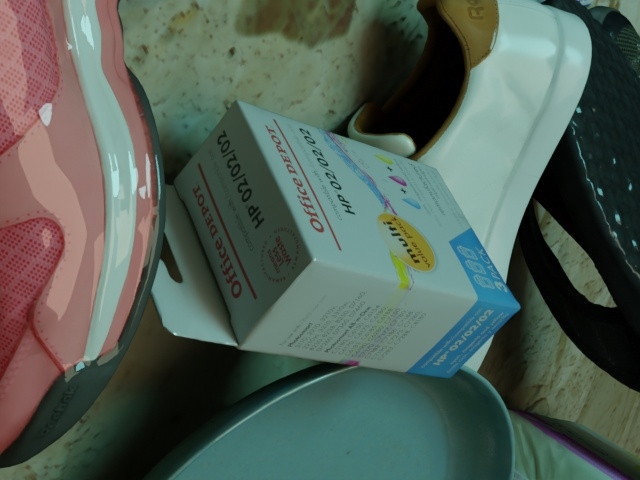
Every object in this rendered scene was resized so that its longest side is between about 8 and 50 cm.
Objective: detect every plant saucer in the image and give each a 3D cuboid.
[{"bbox_3d":[-0.019,0.192,0.619,0.317,0.043,0.318,-22,130,-29],"label":"plant saucer"}]

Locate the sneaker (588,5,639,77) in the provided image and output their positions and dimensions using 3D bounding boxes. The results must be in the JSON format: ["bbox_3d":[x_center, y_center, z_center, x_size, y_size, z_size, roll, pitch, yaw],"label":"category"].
[{"bbox_3d":[0.285,-0.116,0.885,0.227,0.130,0.087,40,71,-52],"label":"sneaker"}]

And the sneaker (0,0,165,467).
[{"bbox_3d":[-0.132,-0.076,0.353,0.136,0.116,0.314,-2,101,-44],"label":"sneaker"}]

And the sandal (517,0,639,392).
[{"bbox_3d":[0.227,0.038,0.806,0.446,0.107,0.167,63,35,-18],"label":"sandal"}]

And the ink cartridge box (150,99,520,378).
[{"bbox_3d":[0.000,0.000,0.514,0.181,0.104,0.061,13,128,-42],"label":"ink cartridge box"}]

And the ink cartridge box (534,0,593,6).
[{"bbox_3d":[0.187,-0.237,0.721,0.206,0.045,0.208,-22,156,-48],"label":"ink cartridge box"}]

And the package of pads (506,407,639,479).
[{"bbox_3d":[0.273,0.254,0.898,0.101,0.296,0.229,-59,148,5],"label":"package of pads"}]

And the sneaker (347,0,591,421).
[{"bbox_3d":[0.054,-0.014,0.662,0.123,0.106,0.290,11,106,-25],"label":"sneaker"}]
